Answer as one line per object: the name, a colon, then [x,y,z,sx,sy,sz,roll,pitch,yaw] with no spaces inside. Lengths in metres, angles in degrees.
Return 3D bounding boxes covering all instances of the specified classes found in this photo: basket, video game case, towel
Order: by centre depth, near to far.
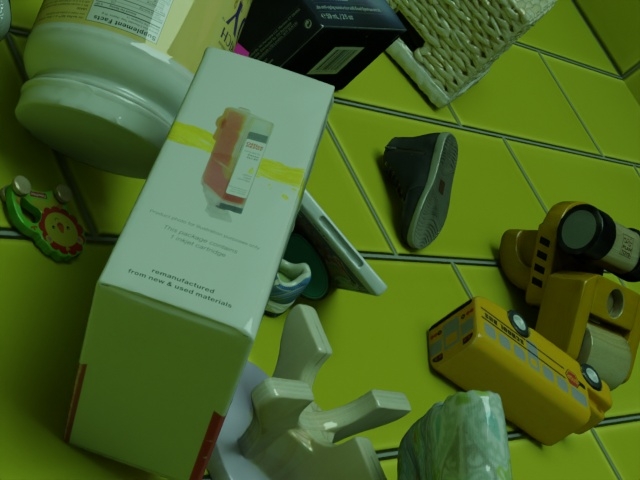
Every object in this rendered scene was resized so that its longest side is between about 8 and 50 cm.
towel: [0.149,0.347,1.480,0.374,0.090,0.320,105,-21,-76]
video game case: [0.000,0.000,1.877,0.183,0.023,0.201,50,-11,-11]
basket: [0.270,-0.495,2.721,0.328,0.266,0.331,50,27,0]

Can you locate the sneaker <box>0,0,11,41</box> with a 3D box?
sneaker: [-0.415,-0.356,1.750,0.153,0.101,0.268,9,47,-47]

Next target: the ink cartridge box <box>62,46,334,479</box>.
ink cartridge box: [-0.126,0.021,1.450,0.160,0.279,0.384,19,45,-1]

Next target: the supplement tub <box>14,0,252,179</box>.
supplement tub: [-0.222,-0.267,1.662,0.241,0.241,0.331,29,70,-34]

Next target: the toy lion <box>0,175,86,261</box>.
toy lion: [-0.321,-0.022,1.578,0.100,0.034,0.096,12,54,-49]

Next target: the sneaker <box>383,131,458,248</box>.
sneaker: [0.154,-0.082,2.285,0.083,0.118,0.222,49,51,-45]

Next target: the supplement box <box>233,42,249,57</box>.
supplement box: [-0.193,-0.220,1.904,0.111,0.114,0.220,39,29,-17]

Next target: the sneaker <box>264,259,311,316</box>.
sneaker: [-0.104,0.028,1.772,0.211,0.081,0.080,23,41,-38]

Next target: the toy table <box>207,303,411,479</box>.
toy table: [-0.023,0.225,1.579,0.252,0.161,0.274,-1,56,-55]

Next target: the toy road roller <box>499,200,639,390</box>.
toy road roller: [0.438,0.093,2.399,0.203,0.241,0.329,22,77,-42]

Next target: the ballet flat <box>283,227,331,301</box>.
ballet flat: [-0.061,0.003,1.879,0.203,0.074,0.074,46,29,1]

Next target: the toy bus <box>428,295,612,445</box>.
toy bus: [0.323,0.216,2.130,0.333,0.108,0.130,35,33,-26]

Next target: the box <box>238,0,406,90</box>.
box: [-0.056,-0.416,2.254,0.294,0.183,0.296,56,29,12]
